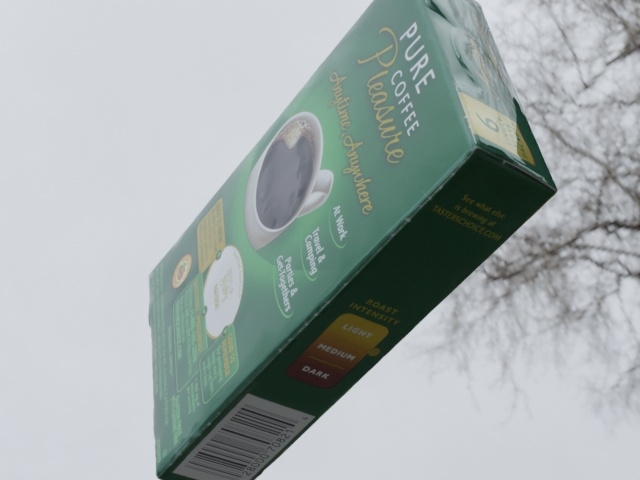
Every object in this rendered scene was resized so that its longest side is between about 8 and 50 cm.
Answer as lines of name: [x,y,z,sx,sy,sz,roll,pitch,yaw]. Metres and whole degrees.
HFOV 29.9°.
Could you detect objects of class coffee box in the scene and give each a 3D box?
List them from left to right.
coffee box: [0.000,0.000,0.440,0.040,0.113,0.184,25,-57,-28]
